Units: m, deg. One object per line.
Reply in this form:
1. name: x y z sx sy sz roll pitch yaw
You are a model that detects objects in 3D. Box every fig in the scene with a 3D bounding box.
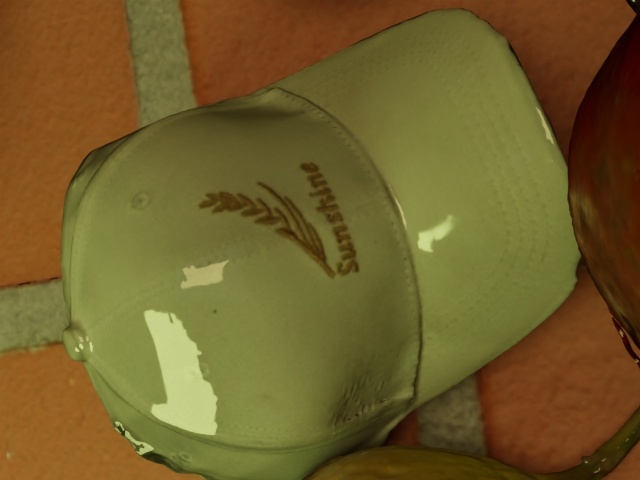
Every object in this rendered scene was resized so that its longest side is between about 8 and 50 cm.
1. fig: 0.090 0.170 0.815 0.257 0.159 0.159 -32 79 -7

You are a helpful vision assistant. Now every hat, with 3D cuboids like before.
1. hat: 0.000 0.001 0.797 0.301 0.168 0.258 -30 81 30

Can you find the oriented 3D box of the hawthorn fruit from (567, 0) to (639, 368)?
1. hawthorn fruit: 0.275 -0.035 0.671 0.316 0.316 0.316 0 89 18
